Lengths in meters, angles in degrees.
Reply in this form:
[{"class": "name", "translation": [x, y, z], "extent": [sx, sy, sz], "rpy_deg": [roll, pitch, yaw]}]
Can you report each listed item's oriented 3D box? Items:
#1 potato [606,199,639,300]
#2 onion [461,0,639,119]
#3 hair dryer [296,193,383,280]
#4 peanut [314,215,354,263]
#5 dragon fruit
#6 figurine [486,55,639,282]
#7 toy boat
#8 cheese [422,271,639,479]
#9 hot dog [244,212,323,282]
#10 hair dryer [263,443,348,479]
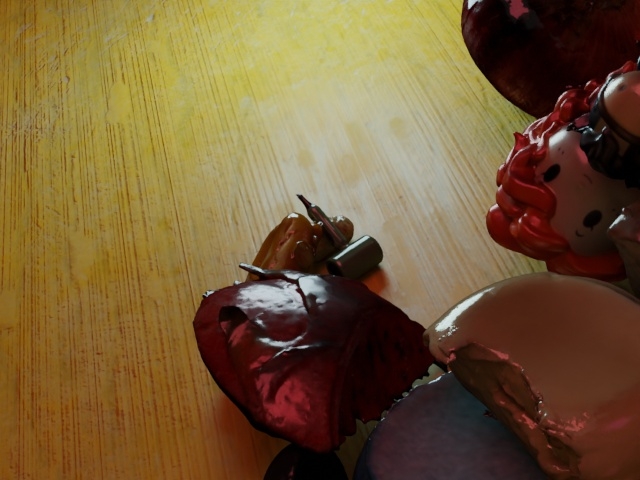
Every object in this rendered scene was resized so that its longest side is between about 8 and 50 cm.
[{"class": "potato", "translation": [0.462, 0.042, 1.251], "extent": [0.189, 0.264, 0.211], "rpy_deg": [-44, 38, -17]}, {"class": "onion", "translation": [0.357, -0.299, 1.755], "extent": [0.348, 0.285, 0.347], "rpy_deg": [9, 60, -16]}, {"class": "hair dryer", "translation": [0.015, -0.010, 1.614], "extent": [0.071, 0.047, 0.150], "rpy_deg": [-33, 73, -24]}, {"class": "peanut", "translation": [0.000, 0.000, 1.650], "extent": [0.113, 0.054, 0.054], "rpy_deg": [-32, 39, -26]}, {"class": "dragon fruit", "translation": [-0.017, 0.099, 1.327], "extent": [0.282, 0.100, 0.343], "rpy_deg": [24, 24, 19]}, {"class": "figurine", "translation": [0.370, -0.115, 1.356], "extent": [0.241, 0.412, 0.306], "rpy_deg": [39, 63, 5]}, {"class": "toy boat", "translation": [0.187, 0.241, 1.246], "extent": [0.330, 0.123, 0.215], "rpy_deg": [-22, 44, -25]}, {"class": "cheese", "translation": [0.242, 0.141, 1.174], "extent": [0.233, 0.127, 0.266], "rpy_deg": [-21, 41, -27]}, {"class": "hot dog", "translation": [-0.065, 0.069, 1.523], "extent": [0.109, 0.072, 0.269], "rpy_deg": [-34, 24, 58]}, {"class": "hair dryer", "translation": [-0.122, 0.381, 1.209], "extent": [0.320, 0.156, 0.284], "rpy_deg": [-20, 55, 18]}]
